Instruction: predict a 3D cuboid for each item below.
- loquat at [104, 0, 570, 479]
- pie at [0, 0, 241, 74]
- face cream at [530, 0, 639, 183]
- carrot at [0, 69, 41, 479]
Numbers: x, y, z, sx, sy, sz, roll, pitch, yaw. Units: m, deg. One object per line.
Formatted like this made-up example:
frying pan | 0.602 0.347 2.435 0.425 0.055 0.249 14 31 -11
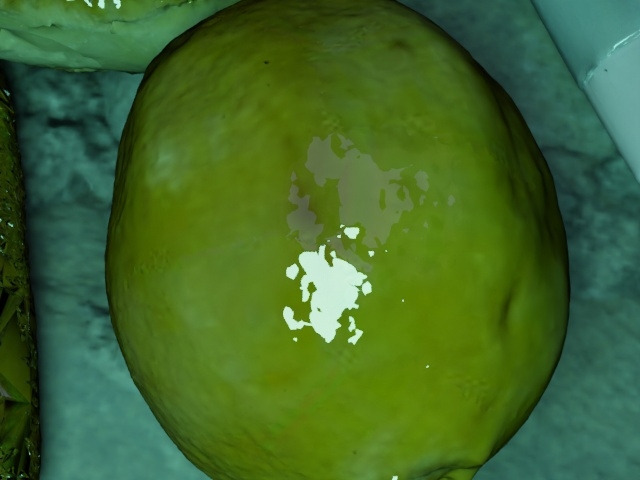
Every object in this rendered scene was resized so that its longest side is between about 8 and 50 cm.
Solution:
loquat | 0.000 0.000 0.658 0.187 0.176 0.234 -25 64 21
pie | -0.097 -0.197 0.799 0.315 0.092 0.315 3 51 -4
face cream | 0.139 -0.155 0.813 0.107 0.073 0.269 -23 66 -10
carrot | -0.157 0.013 0.712 0.069 0.069 0.229 -7 64 -8
